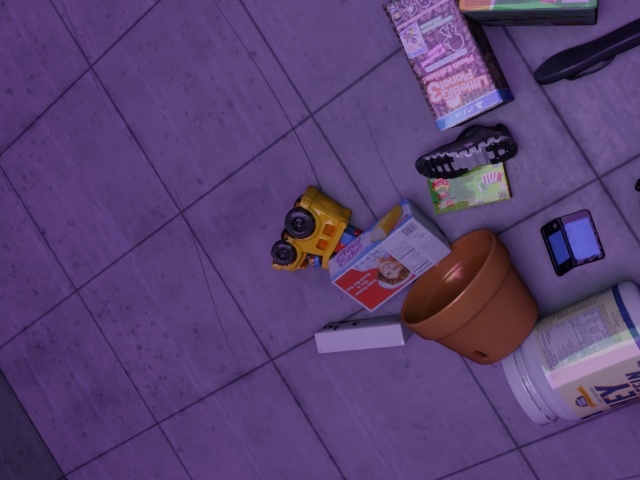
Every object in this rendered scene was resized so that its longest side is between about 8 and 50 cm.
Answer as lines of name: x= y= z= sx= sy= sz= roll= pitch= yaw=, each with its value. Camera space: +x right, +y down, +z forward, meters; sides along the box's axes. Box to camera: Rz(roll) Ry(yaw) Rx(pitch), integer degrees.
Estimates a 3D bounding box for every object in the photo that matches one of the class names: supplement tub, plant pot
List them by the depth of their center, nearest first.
supplement tub: x=0.590 y=0.255 z=1.457 sx=0.324 sy=0.235 sz=0.235 roll=-32 pitch=89 yaw=26
plant pot: x=0.356 y=0.145 z=1.520 sx=0.203 sy=0.291 sz=0.291 roll=42 pitch=115 yaw=-9

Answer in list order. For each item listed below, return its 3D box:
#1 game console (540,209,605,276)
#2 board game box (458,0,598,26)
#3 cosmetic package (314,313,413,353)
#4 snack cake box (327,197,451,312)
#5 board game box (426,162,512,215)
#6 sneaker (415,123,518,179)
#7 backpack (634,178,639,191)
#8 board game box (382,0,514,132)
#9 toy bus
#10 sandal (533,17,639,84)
game console: x=0.570 y=0.006 z=1.500 sx=0.071 sy=0.107 sz=0.122 roll=-17 pitch=96 yaw=53
board game box: x=0.422 y=-0.471 z=1.312 sx=0.242 sy=0.316 sz=0.064 roll=6 pitch=104 yaw=21
cosmetic package: x=0.113 y=0.241 z=1.726 sx=0.238 sy=0.099 sz=0.061 roll=-10 pitch=99 yaw=23
snack cake box: x=0.165 y=0.040 z=1.619 sx=0.264 sy=0.089 sz=0.152 roll=-40 pitch=122 yaw=21
board game box: x=0.352 y=-0.126 z=1.572 sx=0.181 sy=0.043 sz=0.092 roll=-12 pitch=96 yaw=24
sneaker: x=0.334 y=-0.210 z=1.533 sx=0.234 sy=0.106 sz=0.078 roll=-14 pitch=132 yaw=22
backpack: x=0.812 y=-0.041 z=1.322 sx=0.263 sy=0.213 sz=0.277 roll=-25 pitch=89 yaw=15
board game box: x=0.284 y=-0.401 z=1.432 sx=0.141 sy=0.232 sz=0.291 roll=-24 pitch=93 yaw=25
toy bus: x=0.000 y=0.000 z=1.706 sx=0.211 sy=0.149 sz=0.220 roll=26 pitch=114 yaw=-2
sandal: x=0.580 y=-0.383 z=1.396 sx=0.254 sy=0.097 sz=0.054 roll=-20 pitch=121 yaw=26
